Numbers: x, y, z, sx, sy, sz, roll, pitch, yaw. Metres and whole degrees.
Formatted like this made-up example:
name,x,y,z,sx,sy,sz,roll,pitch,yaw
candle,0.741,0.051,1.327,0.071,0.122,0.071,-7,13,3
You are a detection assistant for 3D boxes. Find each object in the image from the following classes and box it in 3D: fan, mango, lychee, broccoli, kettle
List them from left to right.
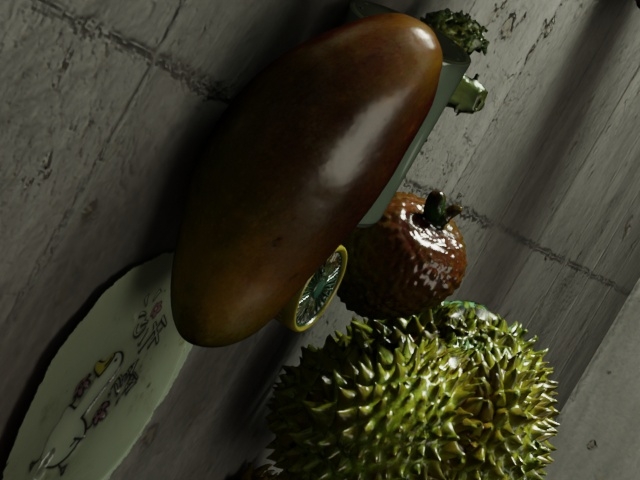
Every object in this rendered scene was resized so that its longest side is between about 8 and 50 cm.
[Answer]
name,x,y,z,sx,sy,sz,roll,pitch,yaw
fan,-0.201,0.170,1.130,0.414,0.012,0.233,-54,160,-22
mango,-0.021,-0.046,1.101,0.267,0.111,0.133,-54,159,8
fan,0.000,0.000,1.346,0.155,0.039,0.082,-65,160,14
kettle,0.030,-0.098,1.216,0.098,0.127,0.148,10,116,-36
lychee,0.072,0.012,1.439,0.146,0.114,0.114,-47,169,28
broccoli,0.093,-0.129,1.308,0.095,0.092,0.097,-58,-175,42

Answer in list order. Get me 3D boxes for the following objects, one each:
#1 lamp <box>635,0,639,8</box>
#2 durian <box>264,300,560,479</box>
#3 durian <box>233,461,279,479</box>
name,x,y,z,sx,sy,sz,roll,pitch,yaw
lamp,0.455,-0.305,1.776,0.247,0.247,0.247,-50,160,-26
durian,0.085,0.175,1.498,0.291,0.291,0.224,-32,121,-54
durian,-0.089,0.324,1.559,0.224,0.078,0.140,-63,161,8
